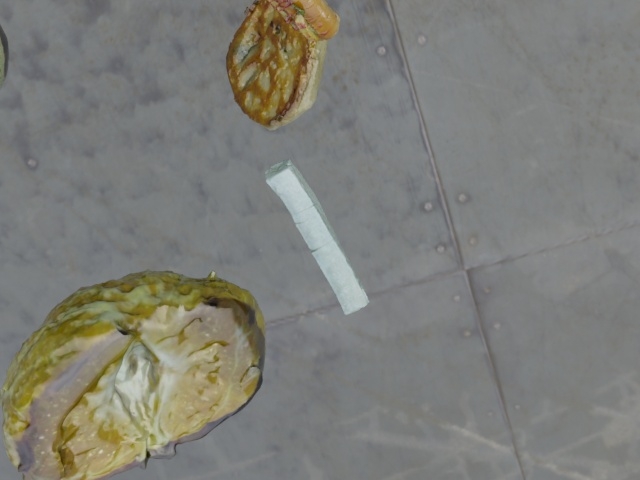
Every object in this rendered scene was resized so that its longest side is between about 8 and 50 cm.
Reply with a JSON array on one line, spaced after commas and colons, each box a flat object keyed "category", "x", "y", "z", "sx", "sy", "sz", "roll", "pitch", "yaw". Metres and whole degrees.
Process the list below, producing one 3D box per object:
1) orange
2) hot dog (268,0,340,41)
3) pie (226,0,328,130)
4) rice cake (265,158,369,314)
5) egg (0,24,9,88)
[{"category": "orange", "x": -0.251, "y": 0.156, "z": 1.005, "sx": 0.368, "sy": 0.210, "sz": 0.271, "roll": -16, "pitch": 137, "yaw": -30}, {"category": "hot dog", "x": -0.041, "y": -0.419, "z": 1.333, "sx": 0.104, "sy": 0.076, "sz": 0.250, "roll": 21, "pitch": 173, "yaw": 26}, {"category": "pie", "x": -0.096, "y": -0.399, "z": 1.639, "sx": 0.092, "sy": 0.315, "sz": 0.315, "roll": -2, "pitch": 137, "yaw": -46}, {"category": "rice cake", "x": 0.000, "y": 0.000, "z": 1.021, "sx": 0.045, "sy": 0.042, "sz": 0.245, "roll": -25, "pitch": 114, "yaw": 8}, {"category": "egg", "x": -0.830, "y": -0.359, "z": 1.527, "sx": 0.379, "sy": 0.287, "sz": 0.288, "roll": -29, "pitch": 126, "yaw": -8}]
